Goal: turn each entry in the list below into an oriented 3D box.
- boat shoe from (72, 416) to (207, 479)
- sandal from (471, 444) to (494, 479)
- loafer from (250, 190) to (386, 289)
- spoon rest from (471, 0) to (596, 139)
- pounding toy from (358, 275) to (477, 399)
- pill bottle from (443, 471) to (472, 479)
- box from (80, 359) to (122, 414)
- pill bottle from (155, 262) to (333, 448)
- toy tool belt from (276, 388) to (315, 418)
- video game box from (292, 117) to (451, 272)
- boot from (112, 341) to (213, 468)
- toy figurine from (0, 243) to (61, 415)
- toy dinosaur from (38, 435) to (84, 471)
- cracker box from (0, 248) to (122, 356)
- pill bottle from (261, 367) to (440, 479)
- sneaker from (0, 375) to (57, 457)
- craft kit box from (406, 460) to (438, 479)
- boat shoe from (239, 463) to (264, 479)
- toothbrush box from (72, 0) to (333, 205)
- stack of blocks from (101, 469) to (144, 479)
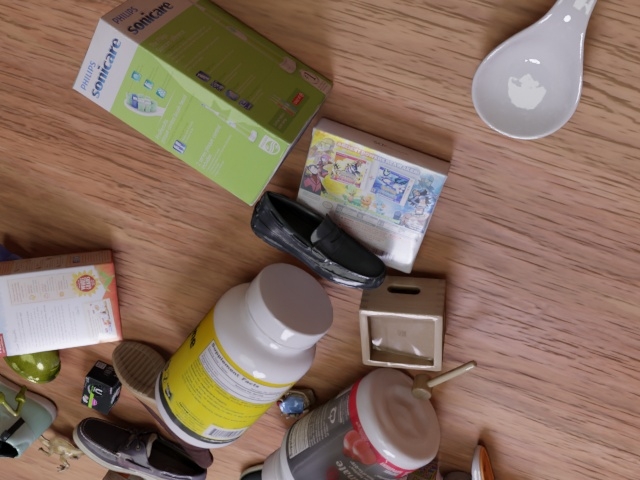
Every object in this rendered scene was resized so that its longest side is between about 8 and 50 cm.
[{"bbox_3d":[-0.359,0.426,1.657,0.285,0.103,0.092,31,121,-7],"label":"boat shoe"},{"bbox_3d":[0.327,0.481,1.454,0.076,0.102,0.265,-6,117,24],"label":"sandal"},{"bbox_3d":[0.000,0.000,1.217,0.223,0.076,0.078,28,136,4],"label":"loafer"},{"bbox_3d":[0.285,-0.246,1.015,0.137,0.084,0.276,24,125,3],"label":"spoon rest"},{"bbox_3d":[0.162,0.158,1.315,0.181,0.094,0.206,3,132,11],"label":"pounding toy"},{"bbox_3d":[0.240,0.490,1.457,0.086,0.152,0.086,8,124,13],"label":"pill bottle"},{"bbox_3d":[-0.432,0.292,1.622,0.062,0.052,0.083,23,124,4],"label":"box"},{"bbox_3d":[-0.127,0.192,1.371,0.188,0.188,0.334,37,125,-7],"label":"pill bottle"},{"bbox_3d":[-0.052,0.302,1.498,0.083,0.051,0.052,-13,116,26],"label":"toy tool belt"},{"bbox_3d":[0.069,-0.065,1.226,0.205,0.048,0.187,21,129,5],"label":"video game box"},{"bbox_3d":[-0.302,0.322,1.573,0.248,0.090,0.207,37,149,23],"label":"boot"},{"bbox_3d":[-0.591,0.118,1.490,0.217,0.191,0.362,-38,105,28],"label":"toy figurine"},{"bbox_3d":[-0.542,0.453,1.753,0.183,0.053,0.093,15,132,0],"label":"toy dinosaur"},{"bbox_3d":[-0.473,0.110,1.433,0.232,0.067,0.156,-7,114,-15],"label":"cracker box"},{"bbox_3d":[0.041,0.368,1.432,0.176,0.176,0.318,43,125,-10],"label":"pill bottle"},{"bbox_3d":[-0.699,0.360,1.695,0.255,0.151,0.094,19,127,8],"label":"sneaker"},{"bbox_3d":[0.152,0.553,1.437,0.060,0.250,0.247,8,110,12],"label":"craft kit box"},{"bbox_3d":[-0.014,0.531,1.593,0.339,0.113,0.127,11,126,12],"label":"boat shoe"},{"bbox_3d":[-0.151,-0.210,1.111,0.283,0.206,0.122,34,126,-5],"label":"toothbrush box"},{"bbox_3d":[-0.391,0.566,1.631,0.171,0.297,0.087,31,125,-1],"label":"stack of blocks"}]
